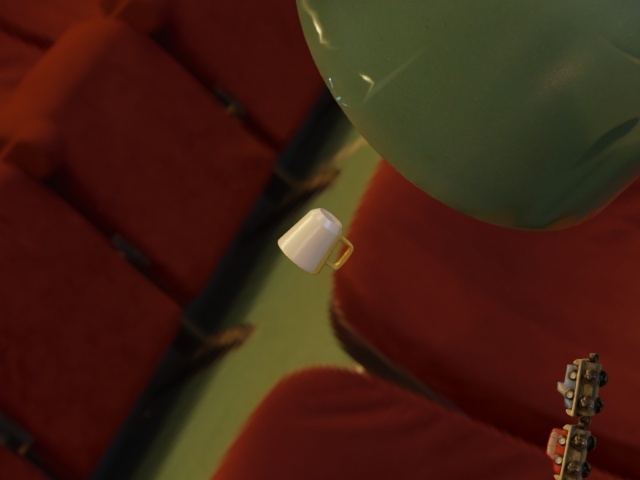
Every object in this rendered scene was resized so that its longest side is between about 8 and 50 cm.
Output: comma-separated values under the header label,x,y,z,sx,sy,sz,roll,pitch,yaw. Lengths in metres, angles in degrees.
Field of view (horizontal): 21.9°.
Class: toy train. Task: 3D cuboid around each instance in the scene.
label,x,y,z,sx,sy,sz,roll,pitch,yaw
toy train,0.199,0.166,1.322,0.036,0.027,0.158,12,92,33

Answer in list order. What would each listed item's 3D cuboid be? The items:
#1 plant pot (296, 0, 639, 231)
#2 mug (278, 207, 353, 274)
label,x,y,z,sx,sy,sz,roll,pitch,yaw
plant pot,0.166,-0.186,1.069,0.235,0.293,0.293,-40,15,47
mug,-0.003,-0.003,1.961,0.064,0.062,0.078,-51,-27,14
